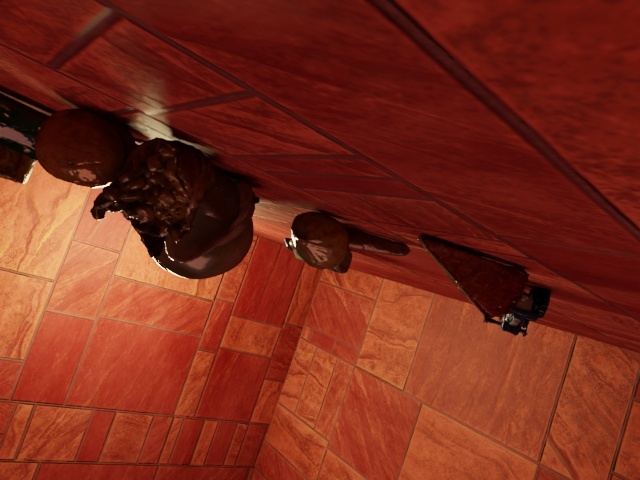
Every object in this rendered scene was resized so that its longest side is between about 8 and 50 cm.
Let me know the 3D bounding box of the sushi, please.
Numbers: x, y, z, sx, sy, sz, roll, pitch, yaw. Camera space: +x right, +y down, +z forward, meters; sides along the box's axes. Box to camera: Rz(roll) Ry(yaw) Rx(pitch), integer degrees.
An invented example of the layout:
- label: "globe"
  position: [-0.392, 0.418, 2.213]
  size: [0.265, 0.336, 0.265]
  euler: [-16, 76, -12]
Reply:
- label: "sushi"
  position: [-0.296, -0.079, 0.892]
  size: [0.167, 0.179, 0.296]
  euler: [38, 144, -23]

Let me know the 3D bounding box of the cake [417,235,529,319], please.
- label: "cake"
  position: [0.285, 0.078, 0.979]
  size: [0.220, 0.117, 0.086]
  euler: [18, -178, 3]

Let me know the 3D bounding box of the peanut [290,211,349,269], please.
- label: "peanut"
  position: [0.000, 0.000, 1.177]
  size: [0.140, 0.109, 0.159]
  euler: [24, 150, 32]

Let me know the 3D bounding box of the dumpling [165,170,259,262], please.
- label: "dumpling"
  position: [-0.241, -0.051, 1.085]
  size: [0.293, 0.205, 0.163]
  euler: [1, 178, 43]

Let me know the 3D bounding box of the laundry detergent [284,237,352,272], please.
- label: "laundry detergent"
  position: [-0.026, 0.041, 1.945]
  size: [0.280, 0.105, 0.215]
  euler: [19, 176, 18]

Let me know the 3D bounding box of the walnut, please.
- label: "walnut"
  position: [-0.423, -0.166, 0.883]
  size: [0.180, 0.144, 0.144]
  euler: [11, 175, 6]

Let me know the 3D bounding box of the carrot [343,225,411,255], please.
- label: "carrot"
  position: [0.124, 0.006, 1.227]
  size: [0.209, 0.061, 0.061]
  euler: [12, 174, 20]

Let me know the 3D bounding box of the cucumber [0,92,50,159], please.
- label: "cucumber"
  position: [-0.651, -0.244, 1.009]
  size: [0.145, 0.105, 0.325]
  euler: [37, -175, 41]

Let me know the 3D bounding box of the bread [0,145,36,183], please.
- label: "bread"
  position: [-0.806, -0.243, 1.302]
  size: [0.103, 0.172, 0.132]
  euler: [22, 173, -36]

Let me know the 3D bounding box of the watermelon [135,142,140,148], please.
- label: "watermelon"
  position: [-0.444, -0.189, 1.046]
  size: [0.155, 0.101, 0.080]
  euler: [34, -177, 1]

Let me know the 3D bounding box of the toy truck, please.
- label: "toy truck"
  position: [0.477, 0.168, 1.203]
  size: [0.113, 0.126, 0.208]
  euler: [18, 176, 15]

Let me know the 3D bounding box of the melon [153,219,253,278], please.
- label: "melon"
  position: [-0.346, -0.024, 1.399]
  size: [0.330, 0.269, 0.268]
  euler: [-8, 159, 38]
